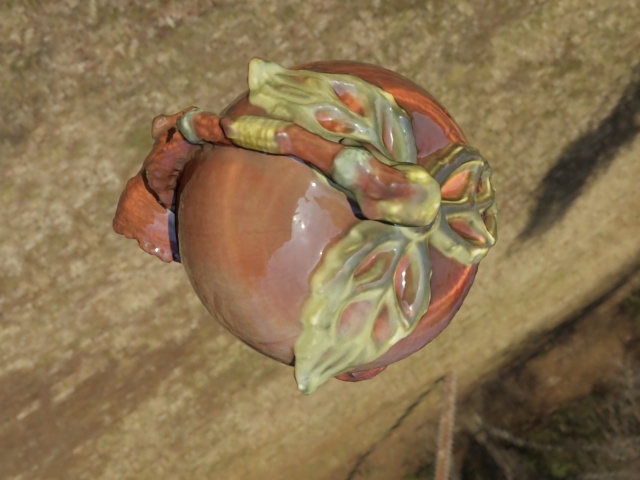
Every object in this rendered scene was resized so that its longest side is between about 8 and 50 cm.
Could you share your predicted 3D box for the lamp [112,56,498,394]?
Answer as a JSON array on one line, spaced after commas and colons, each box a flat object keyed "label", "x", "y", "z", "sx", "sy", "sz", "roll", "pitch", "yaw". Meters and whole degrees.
[{"label": "lamp", "x": 0.008, "y": -0.009, "z": 0.578, "sx": 0.151, "sy": 0.215, "sz": 0.223, "roll": -52, "pitch": -153, "yaw": -2}]
